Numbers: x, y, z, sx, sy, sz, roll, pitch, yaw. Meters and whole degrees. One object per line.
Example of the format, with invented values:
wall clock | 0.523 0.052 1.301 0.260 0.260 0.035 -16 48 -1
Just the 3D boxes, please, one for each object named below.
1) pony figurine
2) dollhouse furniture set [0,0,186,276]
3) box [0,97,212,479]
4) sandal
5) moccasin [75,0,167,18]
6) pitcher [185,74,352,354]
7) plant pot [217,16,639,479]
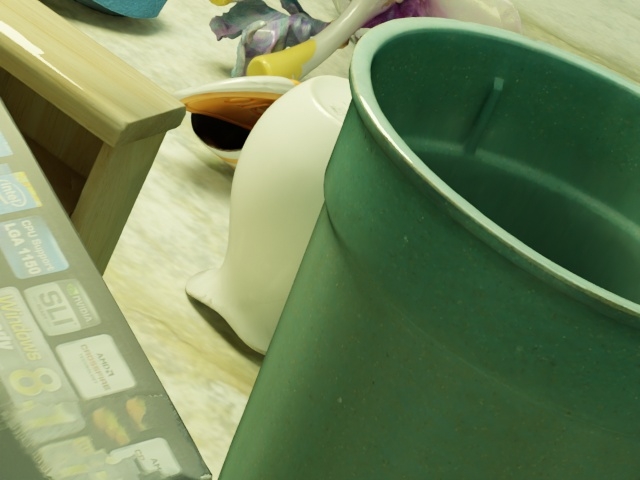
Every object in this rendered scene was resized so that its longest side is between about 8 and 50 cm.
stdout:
pony figurine | 0.059 -0.268 1.890 0.363 0.351 0.303 -27 52 -36
dollhouse furniture set | -0.283 0.023 1.019 0.362 0.256 0.394 35 28 18
box | -0.273 0.027 0.852 0.318 0.097 0.395 -12 53 -29
sandal | -0.026 -0.084 1.699 0.102 0.076 0.265 -8 -14 33
moccasin | -0.292 -0.306 1.805 0.342 0.138 0.117 39 -8 -35
pitcher | 0.000 0.000 1.434 0.125 0.207 0.178 -3 40 -45
plant pot | 0.106 0.090 1.223 0.341 0.334 0.341 22 26 -11
